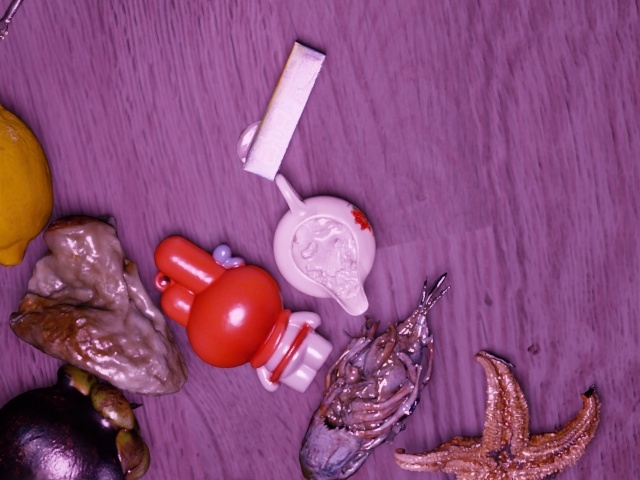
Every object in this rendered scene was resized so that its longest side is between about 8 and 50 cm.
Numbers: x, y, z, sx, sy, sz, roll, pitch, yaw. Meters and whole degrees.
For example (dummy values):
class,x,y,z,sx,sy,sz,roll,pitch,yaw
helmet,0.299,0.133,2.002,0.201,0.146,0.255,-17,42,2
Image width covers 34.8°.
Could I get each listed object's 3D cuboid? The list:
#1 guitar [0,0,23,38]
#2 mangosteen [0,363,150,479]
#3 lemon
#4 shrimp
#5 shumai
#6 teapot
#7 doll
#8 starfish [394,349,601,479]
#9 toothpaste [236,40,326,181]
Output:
class,x,y,z,sx,sy,sz,roll,pitch,yaw
guitar,-0.399,-0.368,1.410,0.088,0.025,0.233,34,100,-8
mangosteen,-0.364,0.304,1.467,0.243,0.243,0.242,0,102,0
lemon,-0.458,-0.083,1.394,0.184,0.184,0.248,-11,91,3
shrimp,0.090,0.217,1.461,0.137,0.172,0.372,3,121,-44
shumai,-0.282,0.089,1.425,0.272,0.222,0.203,30,86,-9
teapot,0.000,0.000,1.453,0.145,0.092,0.226,-35,100,4
doll,-0.122,0.106,1.460,0.290,0.130,0.161,33,105,0
starfish,0.256,0.314,1.515,0.312,0.113,0.303,-1,105,-9
toothpaste,-0.061,-0.186,1.437,0.070,0.044,0.193,23,101,-5
